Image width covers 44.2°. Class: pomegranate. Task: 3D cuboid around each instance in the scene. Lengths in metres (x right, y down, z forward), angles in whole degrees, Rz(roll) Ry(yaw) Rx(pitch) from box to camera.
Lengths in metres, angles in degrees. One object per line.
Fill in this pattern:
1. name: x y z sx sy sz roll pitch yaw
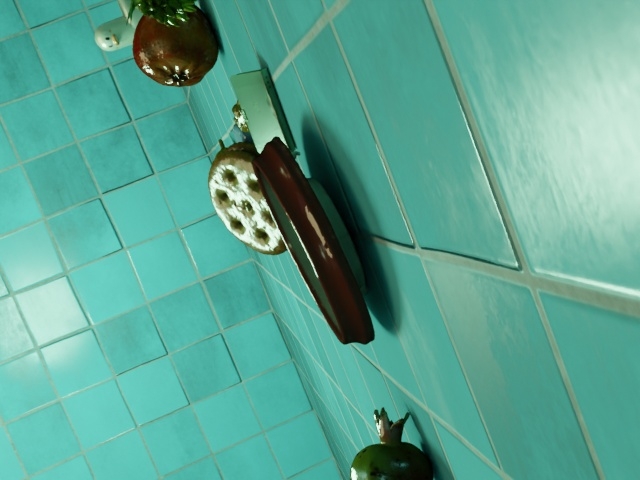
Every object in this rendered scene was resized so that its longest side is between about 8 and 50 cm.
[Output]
1. pomegranate: 0.115 0.345 1.213 0.129 0.159 0.129 22 167 5

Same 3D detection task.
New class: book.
1. book: -0.093 -0.203 1.252 0.103 0.017 0.135 7 122 54

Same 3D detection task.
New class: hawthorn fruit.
1. hawthorn fruit: -0.300 -0.422 1.634 0.179 0.179 0.200 91 175 -70

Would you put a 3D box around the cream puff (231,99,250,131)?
1. cream puff: -0.112 -0.218 1.335 0.083 0.083 0.058 60 -136 -57

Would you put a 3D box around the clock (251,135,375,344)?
1. clock: 0.000 0.000 1.112 0.318 0.080 0.318 61 173 12

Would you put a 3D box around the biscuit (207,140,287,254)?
1. biscuit: -0.117 -0.075 1.448 0.220 0.066 0.220 28 137 30

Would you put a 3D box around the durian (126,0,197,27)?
1. durian: -0.297 -0.513 1.314 0.157 0.169 0.355 117 131 -76

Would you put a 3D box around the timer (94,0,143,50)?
1. timer: -0.505 -0.606 2.134 0.233 0.240 0.233 157 90 -82

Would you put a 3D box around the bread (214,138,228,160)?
1. bread: -0.222 -0.146 2.108 0.124 0.084 0.344 80 165 -56

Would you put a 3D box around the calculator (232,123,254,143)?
1. calculator: -0.118 -0.143 1.518 0.210 0.039 0.121 70 168 -19
